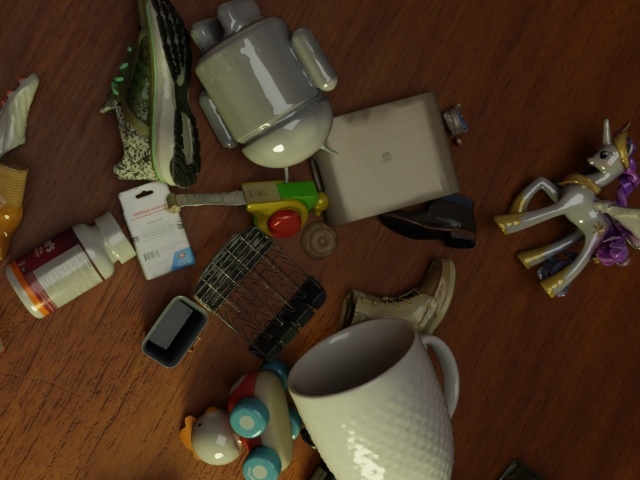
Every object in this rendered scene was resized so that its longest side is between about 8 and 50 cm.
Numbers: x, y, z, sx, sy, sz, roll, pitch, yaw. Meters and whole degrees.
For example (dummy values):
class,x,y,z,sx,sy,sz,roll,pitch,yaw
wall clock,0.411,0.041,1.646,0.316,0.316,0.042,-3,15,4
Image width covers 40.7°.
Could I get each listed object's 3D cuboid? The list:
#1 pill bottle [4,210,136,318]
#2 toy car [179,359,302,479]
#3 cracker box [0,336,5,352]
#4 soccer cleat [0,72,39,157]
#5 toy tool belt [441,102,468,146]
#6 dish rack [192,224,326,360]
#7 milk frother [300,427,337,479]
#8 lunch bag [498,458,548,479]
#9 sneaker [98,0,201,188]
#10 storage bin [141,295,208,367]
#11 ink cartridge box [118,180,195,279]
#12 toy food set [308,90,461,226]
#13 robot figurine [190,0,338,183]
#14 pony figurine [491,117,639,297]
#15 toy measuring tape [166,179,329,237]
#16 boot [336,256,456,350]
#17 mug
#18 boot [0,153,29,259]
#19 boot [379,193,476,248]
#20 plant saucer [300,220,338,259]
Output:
class,x,y,z,sx,sy,sz,roll,pitch,yaw
pill bottle,-0.472,0.042,1.644,0.221,0.121,0.121,-33,103,-12
toy car,-0.184,0.373,1.748,0.238,0.219,0.210,-9,104,14
cracker box,-0.694,0.121,1.579,0.155,0.067,0.232,-13,102,18
soccer cleat,-0.575,-0.223,1.619,0.076,0.068,0.196,34,92,-18
toy tool belt,0.302,-0.253,1.885,0.051,0.052,0.083,-31,104,-3
dish rack,-0.125,0.104,1.746,0.208,0.074,0.271,-50,121,-8
milk frother,-0.006,0.493,1.851,0.143,0.129,0.135,33,83,26
lunch bag,0.527,0.654,1.916,0.235,0.287,0.169,45,82,-17
sneaker,-0.347,-0.295,1.643,0.182,0.158,0.410,-6,84,12
storage bin,-0.290,0.177,1.727,0.098,0.091,0.135,36,85,-17
ink cartridge box,-0.328,-0.025,1.712,0.104,0.060,0.180,-20,100,-15
toy food set,0.131,-0.173,1.827,0.306,0.092,0.220,-16,95,-7
robot figurine,-0.107,-0.289,1.672,0.353,0.300,0.200,59,36,-7
pony figurine,0.610,-0.041,1.908,0.363,0.303,0.351,-37,96,5
toy measuring tape,-0.143,-0.057,1.738,0.330,0.121,0.121,-6,97,-16
boot,0.161,0.131,1.858,0.203,0.095,0.262,23,95,-17
mug,0.154,0.340,1.739,0.374,0.276,0.328,-37,111,-36
boot,-0.688,-0.092,1.574,0.295,0.104,0.211,25,110,-4
boot,0.239,-0.058,1.887,0.219,0.082,0.106,15,66,-10
plant saucer,0.000,0.000,1.837,0.083,0.015,0.083,-2,96,-17
